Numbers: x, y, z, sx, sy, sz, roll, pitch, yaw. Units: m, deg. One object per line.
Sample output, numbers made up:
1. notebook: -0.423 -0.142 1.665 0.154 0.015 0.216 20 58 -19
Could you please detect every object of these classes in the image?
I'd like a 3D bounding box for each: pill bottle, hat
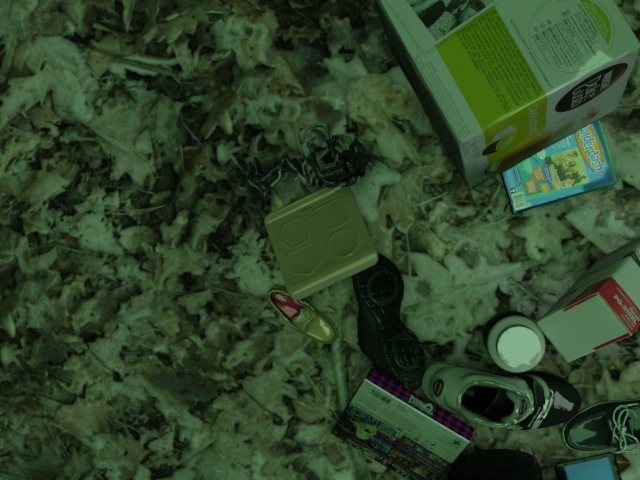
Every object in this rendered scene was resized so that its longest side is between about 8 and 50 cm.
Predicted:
1. pill bottle: 0.370 0.193 1.691 0.108 0.193 0.108 0 90 7
2. hat: 0.345 0.482 1.707 0.332 0.331 0.133 2 48 7

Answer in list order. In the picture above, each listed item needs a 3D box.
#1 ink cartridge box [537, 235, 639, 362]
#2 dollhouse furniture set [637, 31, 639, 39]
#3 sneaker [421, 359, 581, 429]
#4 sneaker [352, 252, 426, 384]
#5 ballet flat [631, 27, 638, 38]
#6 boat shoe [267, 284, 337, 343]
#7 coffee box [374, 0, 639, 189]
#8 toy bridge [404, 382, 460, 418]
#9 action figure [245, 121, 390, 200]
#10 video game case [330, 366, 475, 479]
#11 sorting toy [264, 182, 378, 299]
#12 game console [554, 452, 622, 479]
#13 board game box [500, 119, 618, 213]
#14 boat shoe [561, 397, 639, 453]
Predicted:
1. ink cartridge box: 0.538 0.100 1.630 0.237 0.172 0.100 -36 87 -35
2. dollhouse furniture set: 0.704 -0.419 1.654 0.129 0.184 0.129 35 94 5
3. sneaker: 0.368 0.314 1.681 0.331 0.146 0.122 8 96 -17
4. sneaker: 0.111 0.160 1.764 0.109 0.130 0.286 -1 66 -26
5. ballet flat: 0.556 -0.436 1.750 0.173 0.049 0.057 48 123 9
6. boat shoe: -0.042 0.155 1.807 0.170 0.059 0.063 35 94 5
7. coffee box: 0.328 -0.347 1.597 0.334 0.337 0.338 -28 76 6
8. toy bridge: 0.210 0.298 1.795 0.063 0.026 0.188 -36 86 8
9. action figure: -0.009 -0.164 1.755 0.276 0.164 0.140 -12 94 12
10. video game case: 0.156 0.374 1.734 0.232 0.042 0.210 30 134 6
11. sorting toy: 0.000 0.000 1.784 0.193 0.038 0.208 -26 58 6
12. game console: 0.536 0.488 1.738 0.122 0.107 0.071 -15 117 7
13. board game box: 0.461 -0.157 1.752 0.210 0.047 0.160 -16 88 7
14. boat shoe: 0.600 0.360 1.723 0.255 0.079 0.095 -11 89 7
